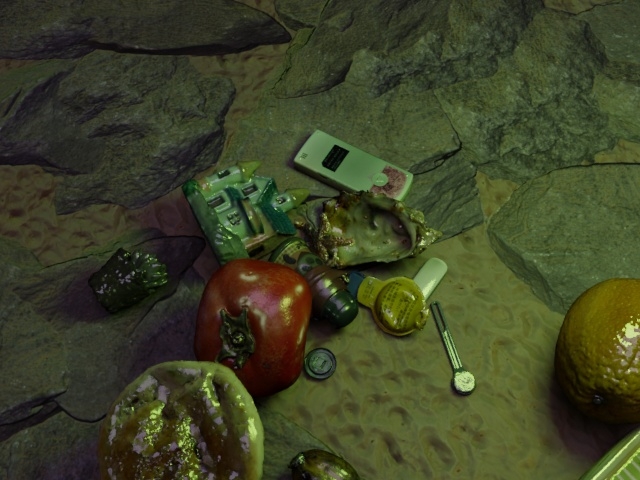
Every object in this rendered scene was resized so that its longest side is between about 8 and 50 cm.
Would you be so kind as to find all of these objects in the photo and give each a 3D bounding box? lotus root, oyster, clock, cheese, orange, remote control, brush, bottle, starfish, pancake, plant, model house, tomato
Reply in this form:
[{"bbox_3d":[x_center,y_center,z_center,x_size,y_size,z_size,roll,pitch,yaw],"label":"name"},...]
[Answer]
[{"bbox_3d":[0.021,0.557,1.701,0.209,0.120,0.120,28,64,14],"label":"lotus root"},{"bbox_3d":[0.158,-0.042,2.011,0.360,0.096,0.222,-8,82,27],"label":"oyster"},{"bbox_3d":[0.000,0.316,1.892,0.085,0.017,0.085,0,60,1],"label":"clock"},{"bbox_3d":[0.174,0.155,1.941,0.250,0.064,0.157,26,97,25],"label":"cheese"},{"bbox_3d":[0.709,0.258,1.728,0.322,0.322,0.357,34,50,19],"label":"orange"},{"bbox_3d":[0.097,-0.203,2.168,0.343,0.050,0.145,28,65,16],"label":"remote control"},{"bbox_3d":[0.335,0.270,1.905,0.062,0.027,0.266,-14,61,-6],"label":"brush"},{"bbox_3d":[-0.008,0.115,1.938,0.271,0.143,0.156,43,95,25],"label":"bottle"},{"bbox_3d":[0.006,0.000,2.028,0.209,0.053,0.150,2,91,36],"label":"starfish"},{"bbox_3d":[-0.296,0.436,1.554,0.386,0.082,0.387,-3,70,8],"label":"pancake"},{"bbox_3d":[-0.509,0.098,1.963,0.194,0.129,0.132,-32,64,-13],"label":"plant"},{"bbox_3d":[-0.177,-0.092,2.021,0.324,0.194,0.267,-26,62,-11],"label":"model house"},{"bbox_3d":[-0.162,0.209,1.790,0.292,0.290,0.325,5,99,13],"label":"tomato"}]

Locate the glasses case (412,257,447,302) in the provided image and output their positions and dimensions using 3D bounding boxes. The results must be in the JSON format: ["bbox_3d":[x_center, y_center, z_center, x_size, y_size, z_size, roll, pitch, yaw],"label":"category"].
[{"bbox_3d":[0.281,0.115,1.986,0.063,0.041,0.164,31,66,17],"label":"glasses case"}]

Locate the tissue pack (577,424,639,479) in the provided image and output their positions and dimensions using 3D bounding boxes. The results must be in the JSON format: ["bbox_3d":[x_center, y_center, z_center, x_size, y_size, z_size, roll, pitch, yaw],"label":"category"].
[{"bbox_3d":[0.677,0.542,1.666,0.234,0.159,0.125,-36,65,-18],"label":"tissue pack"}]

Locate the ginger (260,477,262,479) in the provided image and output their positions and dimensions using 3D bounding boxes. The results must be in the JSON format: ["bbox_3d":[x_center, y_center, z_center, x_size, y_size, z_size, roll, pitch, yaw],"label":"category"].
[{"bbox_3d":[-0.244,0.629,1.618,0.244,0.155,0.304,1,66,51],"label":"ginger"}]
